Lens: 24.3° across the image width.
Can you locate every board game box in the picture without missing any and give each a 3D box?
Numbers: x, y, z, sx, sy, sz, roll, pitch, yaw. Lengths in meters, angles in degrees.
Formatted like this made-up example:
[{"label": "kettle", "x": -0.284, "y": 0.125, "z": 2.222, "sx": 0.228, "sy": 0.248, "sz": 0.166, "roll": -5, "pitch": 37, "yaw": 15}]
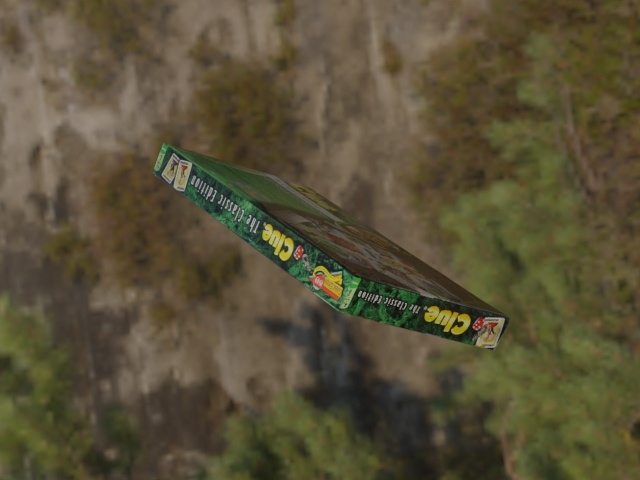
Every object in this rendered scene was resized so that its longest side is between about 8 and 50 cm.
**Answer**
[{"label": "board game box", "x": 0.000, "y": 0.000, "z": 1.010, "sx": 0.260, "sy": 0.136, "sz": 0.030, "roll": 35, "pitch": 107, "yaw": 52}]
